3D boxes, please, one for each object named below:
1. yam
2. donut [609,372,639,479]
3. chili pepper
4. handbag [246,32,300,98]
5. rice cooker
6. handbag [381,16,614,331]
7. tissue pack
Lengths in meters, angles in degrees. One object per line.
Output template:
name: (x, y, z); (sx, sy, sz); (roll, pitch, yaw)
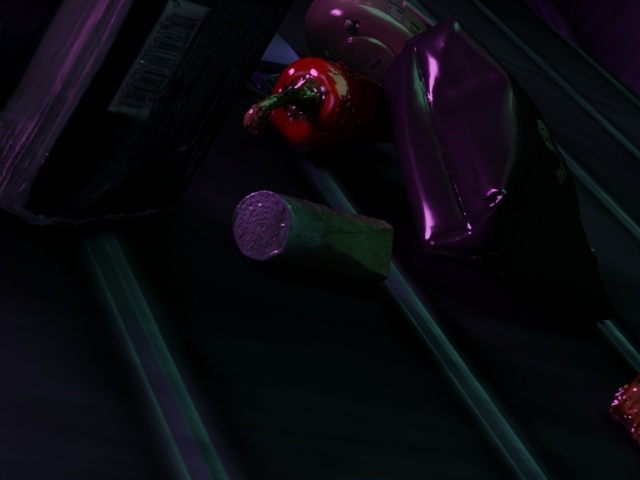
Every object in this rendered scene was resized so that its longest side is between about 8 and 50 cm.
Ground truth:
yam: (0.000, 0.000, 1.500); (0.169, 0.068, 0.068); (13, 26, -46)
donut: (0.389, 0.205, 1.563); (0.216, 0.096, 0.230); (32, 17, -3)
chili pepper: (0.027, -0.150, 1.889); (0.110, 0.110, 0.387); (39, 14, 20)
handbag: (-0.121, -0.253, 2.004); (0.144, 0.057, 0.221); (14, 26, -31)
rice cooker: (0.074, -0.265, 2.227); (0.206, 0.145, 0.127); (33, 29, -10)
handbag: (0.217, -0.055, 1.835); (0.288, 0.152, 0.342); (37, 31, -39)
tissue pack: (-0.154, -0.244, 1.296); (0.253, 0.417, 0.264); (37, 18, 16)
